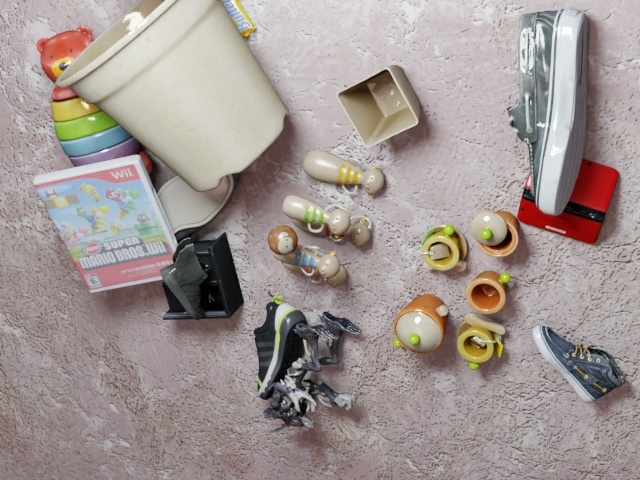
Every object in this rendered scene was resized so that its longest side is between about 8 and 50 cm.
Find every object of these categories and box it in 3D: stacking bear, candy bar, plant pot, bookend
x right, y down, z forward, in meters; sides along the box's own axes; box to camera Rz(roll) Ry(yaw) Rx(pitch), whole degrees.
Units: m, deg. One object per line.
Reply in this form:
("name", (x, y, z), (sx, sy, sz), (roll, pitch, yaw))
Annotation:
("stacking bear", (-0.435, -0.250, 2.030), (0.175, 0.164, 0.289), (-13, 110, 10))
("candy bar", (-0.168, -0.431, 1.924), (0.040, 0.018, 0.161), (-26, 102, 30))
("plant pot", (-0.227, -0.265, 1.878), (0.333, 0.334, 0.305), (-29, 113, 30))
("plant pot", (0.111, -0.241, 1.861), (0.109, 0.096, 0.109), (-23, 105, 30))
("bookend", (-0.252, 0.073, 2.171), (0.156, 0.072, 0.157), (-3, 113, 23))

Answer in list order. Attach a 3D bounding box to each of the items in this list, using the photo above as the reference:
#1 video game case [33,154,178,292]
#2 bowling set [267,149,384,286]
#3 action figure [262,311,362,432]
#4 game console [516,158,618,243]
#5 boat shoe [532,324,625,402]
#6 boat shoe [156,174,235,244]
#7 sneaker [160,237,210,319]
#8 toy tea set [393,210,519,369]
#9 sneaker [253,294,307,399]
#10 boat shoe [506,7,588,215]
("video game case", (-0.389, -0.025, 2.043), (0.204, 0.025, 0.285), (-11, 130, 8))
("bowling set", (0.000, 0.000, 1.970), (0.154, 0.200, 0.287), (18, 124, 11))
("action figure", (-0.017, 0.286, 2.132), (0.141, 0.164, 0.276), (36, 118, 33))
("game console", (0.423, -0.075, 1.868), (0.144, 0.085, 0.124), (19, 151, 13))
("boat shoe", (0.468, 0.208, 1.963), (0.083, 0.065, 0.183), (-36, 105, 30))
("boat shoe", (-0.281, -0.051, 2.123), (0.335, 0.095, 0.112), (-40, 95, 26))
("sneaker", (-0.244, 0.077, 2.089), (0.089, 0.051, 0.170), (-31, 126, 3))
("toy tea set", (0.247, 0.090, 1.952), (0.200, 0.124, 0.336), (16, 119, 14))
("sneaker", (-0.091, 0.211, 2.188), (0.097, 0.084, 0.235), (37, 124, 30))
("boat shoe", (0.366, -0.211, 1.775), (0.119, 0.121, 0.335), (9, 105, 27))
